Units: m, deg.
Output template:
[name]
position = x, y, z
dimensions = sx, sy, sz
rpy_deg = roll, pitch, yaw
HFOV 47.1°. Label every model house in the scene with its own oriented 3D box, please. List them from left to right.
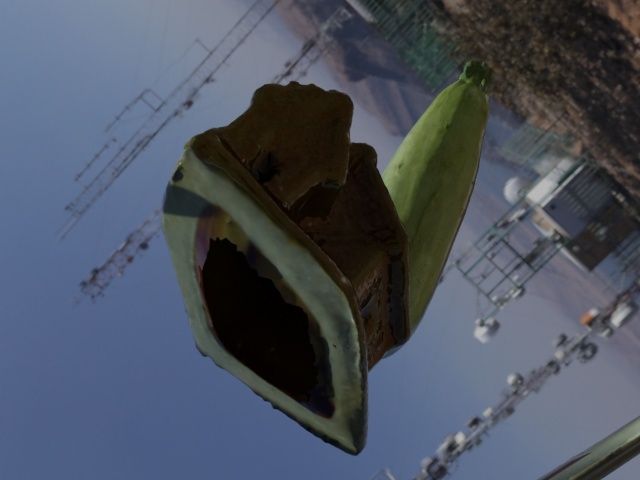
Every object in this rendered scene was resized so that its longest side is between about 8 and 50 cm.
[model house]
position = 0.004, -0.007, 0.623
dimensions = 0.174, 0.267, 0.239
rpy_deg = 16, -139, 24

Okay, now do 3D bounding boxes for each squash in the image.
[squash]
position = 0.110, -0.036, 0.857
dimensions = 0.118, 0.370, 0.118
rpy_deg = 22, 173, 3

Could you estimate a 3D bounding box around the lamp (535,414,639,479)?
[lamp]
position = 0.257, 0.234, 0.562
dimensions = 0.283, 0.203, 0.124
rpy_deg = 49, -164, -15
